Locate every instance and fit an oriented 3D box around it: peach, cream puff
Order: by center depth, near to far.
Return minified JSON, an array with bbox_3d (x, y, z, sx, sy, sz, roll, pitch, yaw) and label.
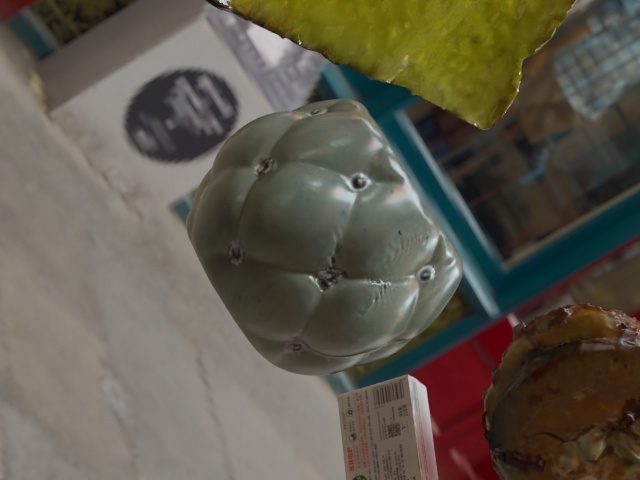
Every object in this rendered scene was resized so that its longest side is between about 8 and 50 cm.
[{"bbox_3d":[-0.032,-0.247,0.970,0.380,0.242,0.306,16,16,-33],"label":"peach"},{"bbox_3d":[0.279,0.172,1.579,0.240,0.240,0.164,57,23,-18],"label":"cream puff"}]

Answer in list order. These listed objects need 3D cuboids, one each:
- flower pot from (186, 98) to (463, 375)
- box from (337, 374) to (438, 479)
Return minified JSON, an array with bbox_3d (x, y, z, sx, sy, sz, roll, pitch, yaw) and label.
[{"bbox_3d":[0.000,0.000,1.399,0.246,0.195,0.246,58,3,-5],"label":"flower pot"},{"bbox_3d":[0.071,0.212,1.647,0.043,0.089,0.125,37,41,-52],"label":"box"}]
